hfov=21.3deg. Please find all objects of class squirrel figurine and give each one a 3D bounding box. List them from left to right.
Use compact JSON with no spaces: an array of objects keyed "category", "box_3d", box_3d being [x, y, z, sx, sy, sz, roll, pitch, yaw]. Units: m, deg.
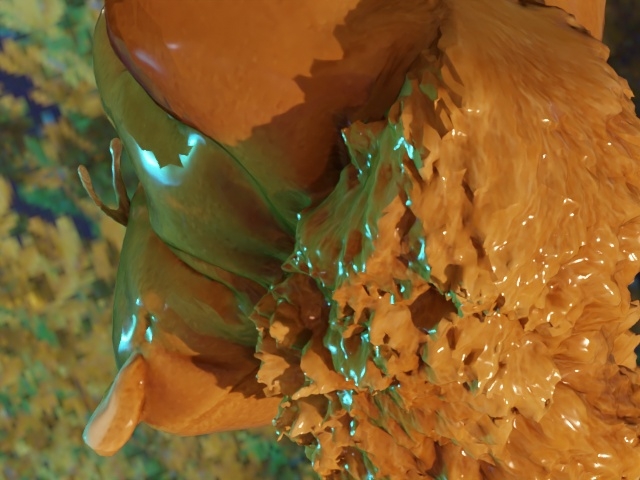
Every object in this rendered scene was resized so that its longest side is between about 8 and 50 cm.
[{"category":"squirrel figurine","box_3d":[0.000,0.000,0.881,0.281,0.370,0.397,-6,-135,-34]}]
